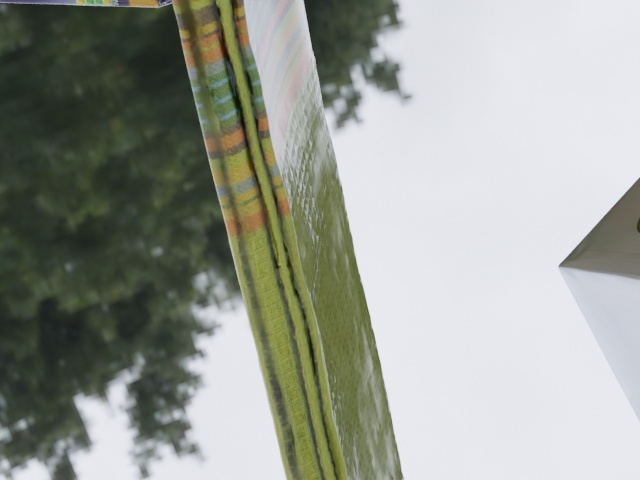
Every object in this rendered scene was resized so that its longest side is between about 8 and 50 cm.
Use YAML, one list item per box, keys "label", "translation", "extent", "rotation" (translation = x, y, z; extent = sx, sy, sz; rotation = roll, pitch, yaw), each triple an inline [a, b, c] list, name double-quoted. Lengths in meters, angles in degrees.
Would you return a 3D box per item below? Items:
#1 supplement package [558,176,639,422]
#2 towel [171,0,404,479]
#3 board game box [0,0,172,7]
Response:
- label: "supplement package"
  translation: [0.290, 0.015, 1.076]
  extent: [0.203, 0.149, 0.194]
  rotation: [-45, -150, -25]
- label: "towel"
  translation: [0.000, 0.000, 0.441]
  extent: [0.021, 0.237, 0.102]
  rotation: [-6, -152, 11]
- label: "board game box"
  translation: [-0.082, -0.131, 0.744]
  extent: [0.141, 0.048, 0.170]
  rotation: [4, -161, 28]
